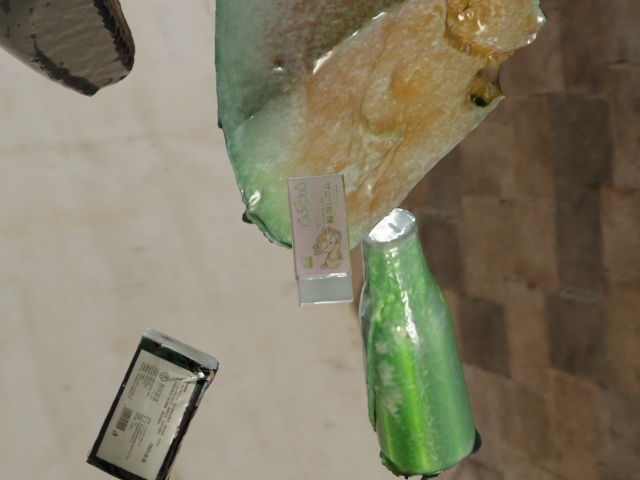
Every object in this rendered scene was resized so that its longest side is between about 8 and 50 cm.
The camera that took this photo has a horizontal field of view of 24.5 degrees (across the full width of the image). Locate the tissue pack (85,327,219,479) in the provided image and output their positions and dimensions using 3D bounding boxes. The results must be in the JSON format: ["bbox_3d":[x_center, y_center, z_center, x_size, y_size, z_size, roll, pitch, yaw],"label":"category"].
[{"bbox_3d":[-0.198,0.201,1.747,0.090,0.103,0.170,-18,-48,-85],"label":"tissue pack"}]

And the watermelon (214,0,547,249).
[{"bbox_3d":[0.033,-0.143,1.187,0.151,0.302,0.264,51,-178,29],"label":"watermelon"}]

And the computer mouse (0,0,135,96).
[{"bbox_3d":[-0.197,-0.195,0.934,0.269,0.100,0.170,78,175,-76],"label":"computer mouse"}]

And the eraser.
[{"bbox_3d":[0.000,0.000,0.953,0.019,0.038,0.083,129,136,-81],"label":"eraser"}]

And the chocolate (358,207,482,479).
[{"bbox_3d":[0.086,0.098,1.439,0.110,0.110,0.291,-126,18,-51],"label":"chocolate"}]
